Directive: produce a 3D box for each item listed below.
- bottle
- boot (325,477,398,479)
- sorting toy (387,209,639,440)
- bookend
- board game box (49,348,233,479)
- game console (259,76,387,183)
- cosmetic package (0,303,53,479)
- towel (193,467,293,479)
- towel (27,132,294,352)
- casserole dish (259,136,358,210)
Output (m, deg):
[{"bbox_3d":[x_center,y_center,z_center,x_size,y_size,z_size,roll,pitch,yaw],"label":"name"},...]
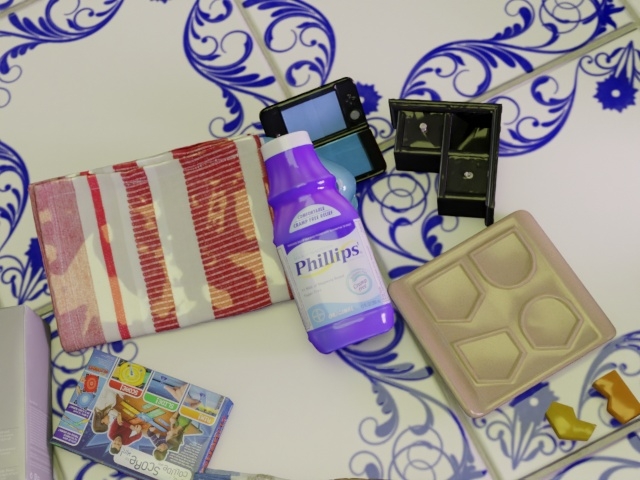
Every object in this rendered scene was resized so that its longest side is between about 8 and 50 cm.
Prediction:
[{"bbox_3d":[0.000,0.000,1.359,0.118,0.092,0.282,-19,85,-3],"label":"bottle"},{"bbox_3d":[0.075,0.371,1.250,0.213,0.077,0.165,2,71,8],"label":"boot"},{"bbox_3d":[0.256,0.130,1.346,0.229,0.041,0.307,-28,67,-9],"label":"sorting toy"},{"bbox_3d":[0.164,-0.107,1.433,0.157,0.072,0.156,5,69,10],"label":"bookend"},{"bbox_3d":[-0.231,0.237,1.364,0.201,0.035,0.136,18,71,14],"label":"board game box"},{"bbox_3d":[0.003,-0.139,1.460,0.144,0.124,0.085,-21,32,-2],"label":"game console"},{"bbox_3d":[-0.422,0.213,1.365,0.127,0.107,0.238,-7,64,5],"label":"cosmetic package"},{"bbox_3d":[-0.034,0.384,1.233,0.285,0.034,0.209,2,80,24],"label":"towel"},{"bbox_3d":[-0.214,0.002,1.412,0.329,0.037,0.237,-13,90,4],"label":"towel"},{"bbox_3d":[-0.041,-0.070,1.435,0.188,0.037,0.114,23,99,11],"label":"casserole dish"}]
